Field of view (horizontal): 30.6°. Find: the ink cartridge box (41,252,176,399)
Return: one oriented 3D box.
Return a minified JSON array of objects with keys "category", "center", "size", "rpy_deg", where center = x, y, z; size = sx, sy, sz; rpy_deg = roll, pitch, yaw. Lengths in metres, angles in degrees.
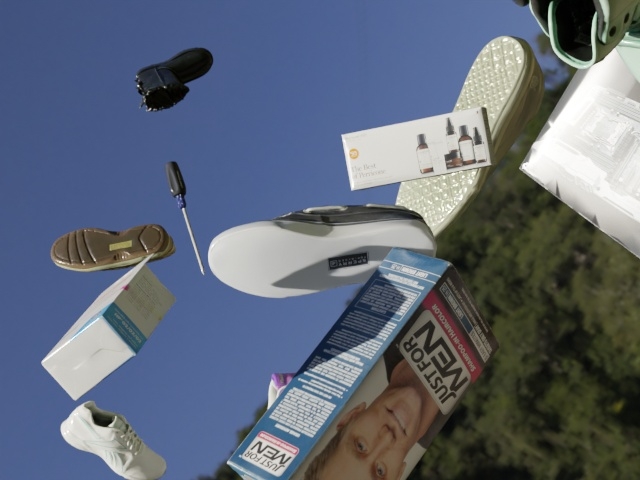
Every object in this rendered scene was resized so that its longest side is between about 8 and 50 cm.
[{"category":"ink cartridge box","center":[-0.236,0.095,1.357],"size":[0.104,0.061,0.181],"rpy_deg":[-36,11,23]}]

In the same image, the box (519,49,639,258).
[{"category":"box","center":[0.420,-0.147,1.412],"size":[0.076,0.242,0.307],"rpy_deg":[-8,-47,-53]}]

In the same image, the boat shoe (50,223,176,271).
[{"category":"boat shoe","center":[-0.313,0.021,1.780],"size":[0.072,0.190,0.068],"rpy_deg":[57,-147,-65]}]

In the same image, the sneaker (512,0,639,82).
[{"category":"sneaker","center":[0.229,-0.167,0.922],"size":[0.151,0.094,0.256],"rpy_deg":[-59,-44,-23]}]

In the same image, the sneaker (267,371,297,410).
[{"category":"sneaker","center":[0.004,0.246,2.115],"size":[0.161,0.102,0.282],"rpy_deg":[29,-89,-19]}]

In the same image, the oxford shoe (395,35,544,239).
[{"category":"oxford shoe","center":[0.297,-0.180,2.264],"size":[0.130,0.169,0.449],"rpy_deg":[12,-68,-50]}]

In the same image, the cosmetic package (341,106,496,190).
[{"category":"cosmetic package","center":[0.161,-0.150,1.927],"size":[0.060,0.239,0.098],"rpy_deg":[-7,-93,-72]}]

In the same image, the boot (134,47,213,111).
[{"category":"boot","center":[-0.199,-0.222,1.615],"size":[0.121,0.099,0.045],"rpy_deg":[-19,-61,-6]}]

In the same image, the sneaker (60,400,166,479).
[{"category":"sneaker","center":[-0.268,0.269,1.556],"size":[0.061,0.152,0.053],"rpy_deg":[-52,14,28]}]

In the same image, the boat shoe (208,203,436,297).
[{"category":"boat shoe","center":[0.000,0.000,1.569],"size":[0.301,0.102,0.108],"rpy_deg":[-7,-61,-4]}]

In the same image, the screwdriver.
[{"category":"screwdriver","center":[-0.184,-0.032,1.594],"size":[0.024,0.170,0.025],"rpy_deg":[-23,-22,14]}]

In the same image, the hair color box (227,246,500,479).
[{"category":"hair color box","center":[0.062,0.196,1.428],"size":[0.347,0.105,0.174],"rpy_deg":[-51,-50,-20]}]
